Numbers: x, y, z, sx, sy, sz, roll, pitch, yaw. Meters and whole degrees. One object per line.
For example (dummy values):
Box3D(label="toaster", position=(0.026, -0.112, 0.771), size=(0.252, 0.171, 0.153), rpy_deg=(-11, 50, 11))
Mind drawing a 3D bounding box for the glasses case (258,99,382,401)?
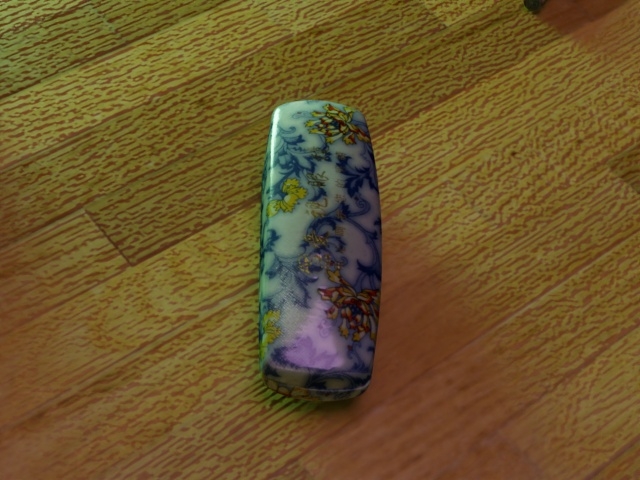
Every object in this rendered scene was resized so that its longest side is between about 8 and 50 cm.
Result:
Box3D(label="glasses case", position=(0.000, 0.000, 0.885), size=(0.086, 0.065, 0.248), rpy_deg=(6, 50, -8))

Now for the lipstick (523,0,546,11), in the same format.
Box3D(label="lipstick", position=(0.212, -0.241, 1.146), size=(0.019, 0.019, 0.094), rpy_deg=(28, 53, 12))
